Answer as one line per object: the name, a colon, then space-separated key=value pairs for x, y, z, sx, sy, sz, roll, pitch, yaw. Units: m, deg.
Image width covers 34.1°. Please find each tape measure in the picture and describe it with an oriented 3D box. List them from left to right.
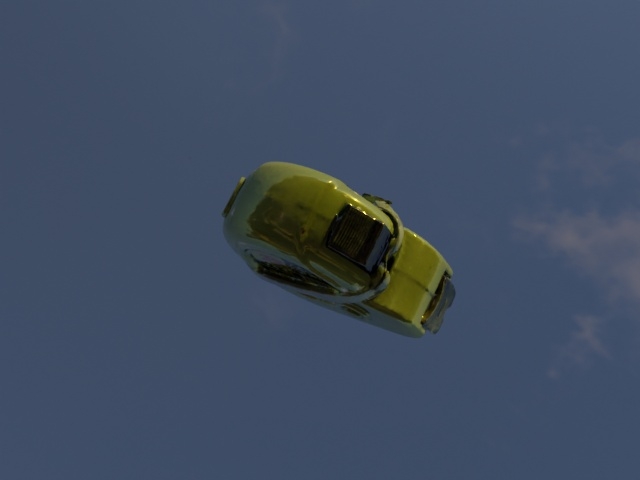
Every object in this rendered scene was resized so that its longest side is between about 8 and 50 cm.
tape measure: x=0.000 y=0.000 z=0.815 sx=0.177 sy=0.154 sz=0.087 roll=15 pitch=-107 yaw=33
